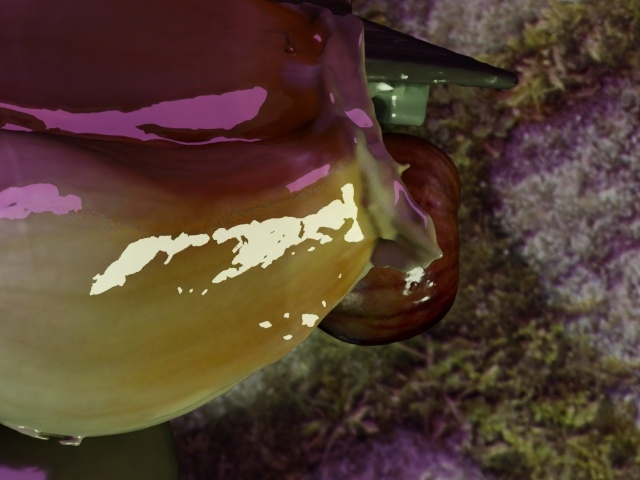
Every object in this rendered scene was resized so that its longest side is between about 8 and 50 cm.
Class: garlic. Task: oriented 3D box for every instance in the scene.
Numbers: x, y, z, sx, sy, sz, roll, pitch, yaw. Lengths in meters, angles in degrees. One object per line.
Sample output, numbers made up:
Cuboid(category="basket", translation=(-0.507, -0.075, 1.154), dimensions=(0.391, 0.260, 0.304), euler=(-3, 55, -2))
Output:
Cuboid(category="garlic", translation=(-0.115, -0.035, 0.927), dimensions=(0.313, 0.249, 0.286), euler=(-10, 82, -14))

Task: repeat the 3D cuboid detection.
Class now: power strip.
Cuboid(category="power strip", translation=(-0.024, -0.131, 1.225), dimensions=(0.257, 0.092, 0.251), euler=(-1, 24, -32))

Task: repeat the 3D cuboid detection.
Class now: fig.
Cuboid(category="fig", translation=(0.024, 0.012, 1.210), dimensions=(0.202, 0.148, 0.149), euler=(-34, 71, 0))

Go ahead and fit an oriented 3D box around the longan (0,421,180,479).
Cuboid(category="longan", translation=(-0.206, 0.166, 1.021), dimensions=(0.248, 0.248, 0.248), euler=(7, 62, -13))
